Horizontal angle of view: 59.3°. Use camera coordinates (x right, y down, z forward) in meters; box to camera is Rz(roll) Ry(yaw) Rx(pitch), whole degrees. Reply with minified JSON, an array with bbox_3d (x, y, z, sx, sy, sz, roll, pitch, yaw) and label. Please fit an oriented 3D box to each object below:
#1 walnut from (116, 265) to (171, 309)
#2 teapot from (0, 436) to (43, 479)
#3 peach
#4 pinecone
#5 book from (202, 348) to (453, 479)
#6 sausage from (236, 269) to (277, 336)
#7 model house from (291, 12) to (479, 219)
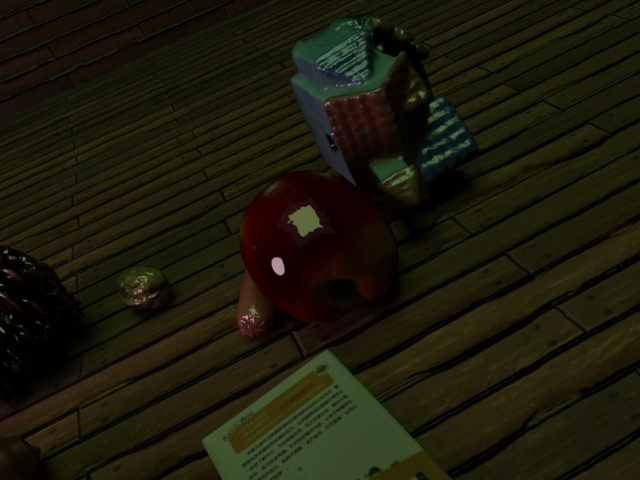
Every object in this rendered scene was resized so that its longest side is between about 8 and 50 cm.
[{"bbox_3d":[-0.310,0.083,0.982,0.096,0.079,0.083,0,41,26],"label":"walnut"},{"bbox_3d":[-0.417,0.313,0.743,0.173,0.116,0.116,32,58,16],"label":"teapot"},{"bbox_3d":[0.000,0.000,0.830,0.243,0.200,0.244,11,39,-9],"label":"peach"},{"bbox_3d":[-0.534,0.145,0.895,0.246,0.246,0.292,1,53,27],"label":"pinecone"},{"bbox_3d":[0.005,0.268,0.650,0.207,0.020,0.295,-33,39,-15],"label":"book"},{"bbox_3d":[-0.096,0.085,0.890,0.062,0.062,0.154,-12,38,12],"label":"sausage"},{"bbox_3d":[0.125,-0.199,0.938,0.251,0.295,0.329,-27,35,0],"label":"model house"}]
